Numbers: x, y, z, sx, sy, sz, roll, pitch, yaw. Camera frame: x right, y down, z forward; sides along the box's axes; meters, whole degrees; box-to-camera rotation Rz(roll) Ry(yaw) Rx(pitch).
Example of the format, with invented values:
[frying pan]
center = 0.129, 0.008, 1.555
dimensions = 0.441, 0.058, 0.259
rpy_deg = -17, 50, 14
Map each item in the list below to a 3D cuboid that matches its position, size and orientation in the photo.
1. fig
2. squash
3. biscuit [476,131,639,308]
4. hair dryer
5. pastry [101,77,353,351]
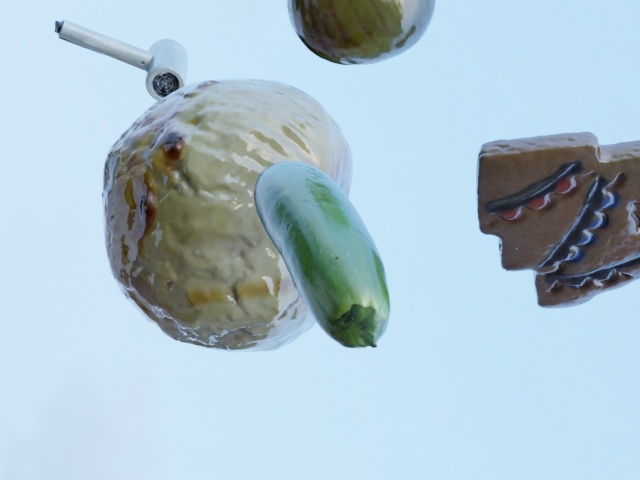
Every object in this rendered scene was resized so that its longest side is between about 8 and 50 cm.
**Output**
[fig]
center = 0.008, -0.295, 1.248
dimensions = 0.151, 0.151, 0.259
rpy_deg = -8, -62, 54
[squash]
center = 0.000, -0.002, 1.134
dimensions = 0.292, 0.082, 0.082
rpy_deg = -121, -152, -59
[biscuit]
center = 0.274, -0.024, 1.334
dimensions = 0.278, 0.302, 0.043
rpy_deg = -44, -144, 39
[hair dryer]
center = -0.335, -0.318, 2.133
dimensions = 0.073, 0.237, 0.131
rpy_deg = -60, -163, 23
[pastry]
center = -0.131, -0.038, 1.699
dimensions = 0.313, 0.388, 0.388
rpy_deg = 12, -59, 15
